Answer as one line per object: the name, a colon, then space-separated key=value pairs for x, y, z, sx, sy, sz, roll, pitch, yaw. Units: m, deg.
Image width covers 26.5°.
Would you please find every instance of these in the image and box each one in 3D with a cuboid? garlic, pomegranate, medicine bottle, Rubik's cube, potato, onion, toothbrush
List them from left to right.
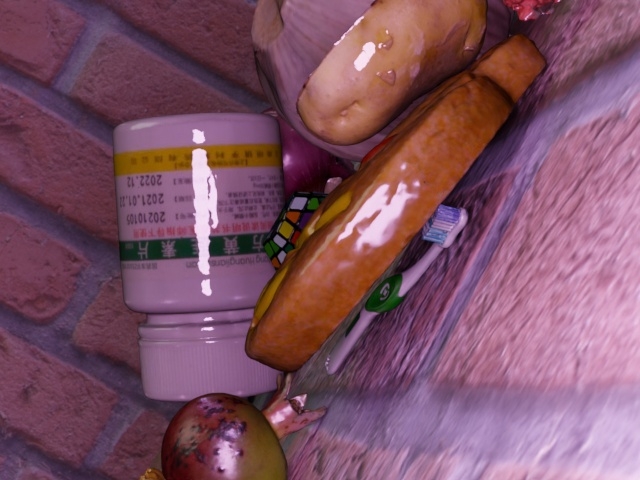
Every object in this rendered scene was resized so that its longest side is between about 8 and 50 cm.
medicine bottle: x=-0.143 y=0.019 z=1.678 sx=0.208 sy=0.208 sz=0.340 roll=-176 pitch=82 yaw=-84
pomegranate: x=-0.075 y=0.189 z=1.250 sx=0.159 sy=0.129 sz=0.129 roll=-51 pitch=6 yaw=6
onion: x=-0.044 y=-0.076 z=1.853 sx=0.201 sy=0.200 sz=0.207 roll=-60 pitch=-19 yaw=5
Rubik's cube: x=0.000 y=0.000 z=1.590 sx=0.133 sy=0.133 sz=0.112 roll=-132 pitch=46 yaw=-85
toothbrush: x=0.060 y=0.052 z=1.221 sx=0.030 sy=0.030 sz=0.304 roll=-64 pitch=4 yaw=-36
garlic: x=0.072 y=-0.221 z=1.390 sx=0.317 sy=0.259 sz=0.318 roll=-169 pitch=90 yaw=-67
potato: x=0.071 y=-0.153 z=1.165 sx=0.200 sy=0.081 sz=0.164 roll=-41 pitch=-8 yaw=-15

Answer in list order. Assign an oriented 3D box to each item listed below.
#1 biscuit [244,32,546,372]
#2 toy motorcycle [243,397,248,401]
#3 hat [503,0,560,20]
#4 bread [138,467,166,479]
biscuit: x=0.057 y=-0.041 z=1.149 sx=0.350 sy=0.070 sz=0.394 roll=-50 pitch=-1 yaw=1
toy motorcycle: x=-0.126 y=0.189 z=1.970 sx=0.215 sy=0.080 sz=0.122 roll=-59 pitch=3 yaw=-41
hat: x=0.226 y=-0.312 z=1.137 sx=0.286 sy=0.107 sz=0.237 roll=-56 pitch=-5 yaw=-5
bread: x=-0.220 y=0.385 z=1.649 sx=0.211 sy=0.114 sz=0.083 roll=-60 pitch=-11 yaw=9
